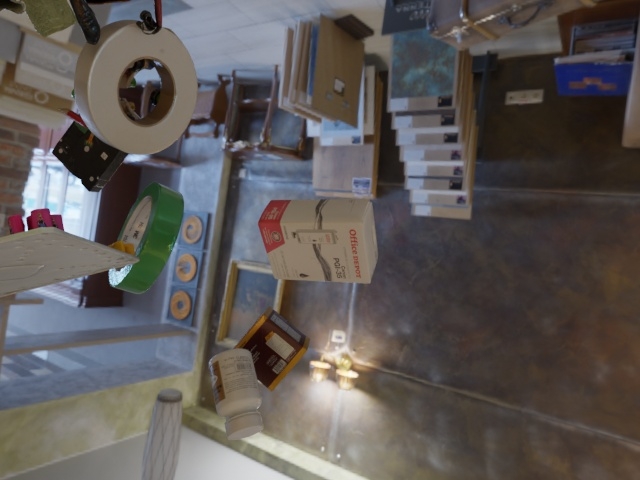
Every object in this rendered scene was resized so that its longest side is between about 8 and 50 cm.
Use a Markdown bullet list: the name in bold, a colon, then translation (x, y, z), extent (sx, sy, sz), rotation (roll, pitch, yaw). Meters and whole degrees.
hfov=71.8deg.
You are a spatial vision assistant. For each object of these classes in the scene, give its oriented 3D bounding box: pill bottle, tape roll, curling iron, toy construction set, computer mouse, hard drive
- **pill bottle**: translation (-0.242, 0.445, 1.286), extent (0.131, 0.229, 0.131), rotation (-15, 147, -10)
- **tape roll**: translation (-0.541, -0.456, 1.342), extent (0.072, 0.391, 0.392), rotation (23, -174, 26)
- **curling iron**: translation (-0.427, -0.633, 1.123), extent (0.068, 0.035, 0.274), rotation (-40, 176, -33)
- **toy construction set**: translation (-0.687, -0.481, 1.410), extent (0.237, 0.257, 0.309), rotation (29, -129, 23)
- **computer mouse**: translation (-0.542, -0.559, 0.970), extent (0.041, 0.241, 0.071), rotation (-24, -143, -18)
- **hard drive**: translation (-0.840, -0.384, 1.685), extent (0.237, 0.339, 0.064), rotation (43, -168, 8)
- **tape roll**: translation (-0.506, -0.008, 1.278), extent (0.077, 0.320, 0.321), rotation (26, 169, -34)

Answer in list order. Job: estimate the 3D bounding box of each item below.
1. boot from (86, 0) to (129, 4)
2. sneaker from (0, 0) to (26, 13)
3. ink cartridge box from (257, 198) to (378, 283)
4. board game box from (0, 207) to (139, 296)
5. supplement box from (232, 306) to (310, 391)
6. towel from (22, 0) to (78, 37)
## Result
- **boot**: translation (-0.553, -0.713, 1.104), extent (0.264, 0.280, 0.096), rotation (-27, 165, -43)
- **sneaker**: translation (-0.632, -0.491, 0.817), extent (0.182, 0.409, 0.158), rotation (17, 175, -21)
- **ink cartridge box**: translation (0.000, 0.000, 1.199), extent (0.283, 0.207, 0.117), rotation (1, -143, 18)
- **board game box**: translation (-0.623, 0.045, 0.875), extent (0.391, 0.050, 0.390), rotation (-14, 171, -4)
- **supplement box**: translation (-0.174, 0.371, 1.534), extent (0.194, 0.191, 0.129), rotation (40, -175, 0)
- **towel**: translation (-0.700, -0.604, 1.123), extent (0.027, 0.110, 0.148), rotation (41, 157, 31)
